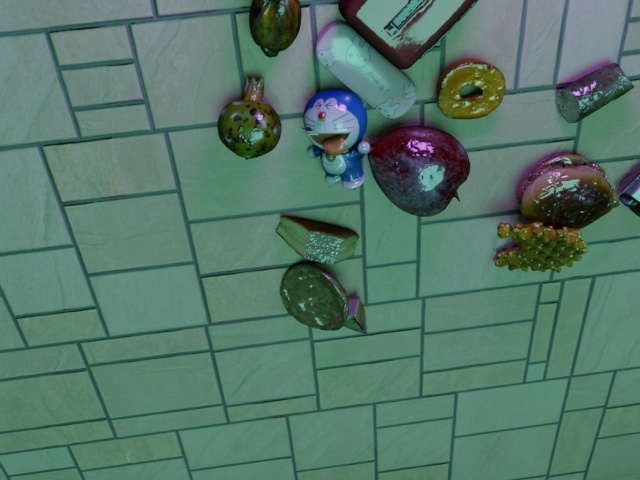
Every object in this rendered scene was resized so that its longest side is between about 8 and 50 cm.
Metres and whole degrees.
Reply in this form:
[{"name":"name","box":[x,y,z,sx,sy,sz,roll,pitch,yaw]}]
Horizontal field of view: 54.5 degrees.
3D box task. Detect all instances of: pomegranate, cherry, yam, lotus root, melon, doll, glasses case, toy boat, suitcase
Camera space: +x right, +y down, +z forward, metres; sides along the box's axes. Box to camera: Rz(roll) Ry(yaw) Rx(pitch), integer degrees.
[{"name":"pomegranate","box":[-0.171,-0.301,1.540,0.159,0.159,0.205,6,98,-11]},{"name":"cherry","box":[0.258,-0.190,1.636,0.300,0.203,0.230,23,126,-12]},{"name":"yam","box":[0.719,-0.391,1.625,0.183,0.107,0.107,-29,123,9]},{"name":"lotus root","box":[-0.103,-0.504,1.419,0.120,0.120,0.209,3,151,-9]},{"name":"melon","box":[0.091,0.237,1.991,0.139,0.093,0.202,7,158,19]},{"name":"doll","box":[0.038,-0.255,1.583,0.215,0.161,0.257,11,127,35]},{"name":"glasses case","box":[0.116,-0.416,1.537,0.296,0.075,0.113,33,113,-27]},{"name":"toy boat","box":[1.014,-0.210,1.798,0.141,0.092,0.319,31,108,-24]},{"name":"suitcase","box":[0.207,-0.559,1.399,0.236,0.161,0.297,36,113,-25]}]

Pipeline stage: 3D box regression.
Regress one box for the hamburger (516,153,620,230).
[{"name":"hamburger","box":[0.704,-0.122,1.786,0.285,0.146,0.243,0,131,-10]}]

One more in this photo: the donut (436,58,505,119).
[{"name":"donut","box":[0.382,-0.392,1.600,0.178,0.065,0.162,4,129,-11]}]

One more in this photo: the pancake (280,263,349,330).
[{"name":"pancake","box":[-0.018,0.177,1.908,0.241,0.050,0.242,13,121,22]}]

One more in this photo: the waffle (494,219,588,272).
[{"name":"waffle","box":[0.645,0.017,1.829,0.259,0.069,0.293,4,157,13]}]

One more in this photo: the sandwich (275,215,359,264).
[{"name":"sandwich","box":[0.000,0.000,1.801,0.258,0.096,0.094,12,116,-18]}]
